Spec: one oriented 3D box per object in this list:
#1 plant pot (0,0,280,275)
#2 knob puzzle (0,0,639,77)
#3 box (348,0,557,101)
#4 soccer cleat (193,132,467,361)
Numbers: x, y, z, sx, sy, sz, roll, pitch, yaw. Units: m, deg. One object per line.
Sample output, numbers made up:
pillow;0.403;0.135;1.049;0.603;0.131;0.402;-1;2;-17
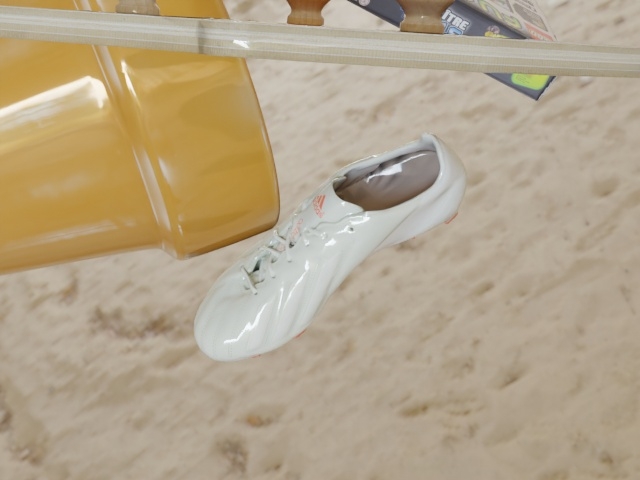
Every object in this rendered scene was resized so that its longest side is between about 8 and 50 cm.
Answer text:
plant pot;-0.146;-0.067;0.598;0.188;0.205;0.205;-22;22;-11
knob puzzle;0.012;-0.074;0.382;0.213;0.030;0.213;4;10;-1
box;0.060;-0.175;0.767;0.036;0.207;0.114;-53;25;29
soccer cleat;0.000;0.000;0.706;0.196;0.076;0.068;-35;61;-1
